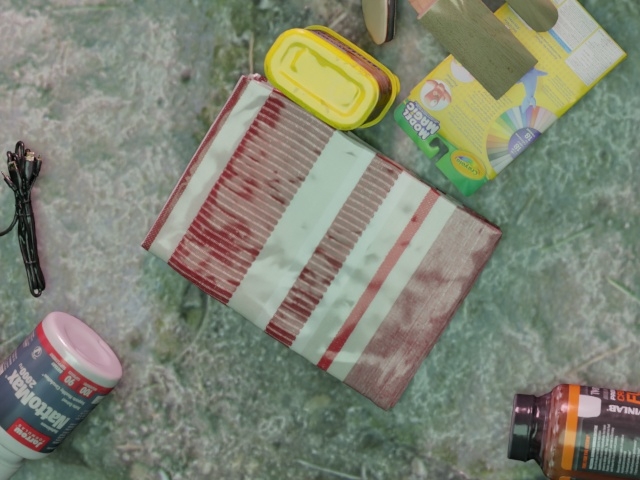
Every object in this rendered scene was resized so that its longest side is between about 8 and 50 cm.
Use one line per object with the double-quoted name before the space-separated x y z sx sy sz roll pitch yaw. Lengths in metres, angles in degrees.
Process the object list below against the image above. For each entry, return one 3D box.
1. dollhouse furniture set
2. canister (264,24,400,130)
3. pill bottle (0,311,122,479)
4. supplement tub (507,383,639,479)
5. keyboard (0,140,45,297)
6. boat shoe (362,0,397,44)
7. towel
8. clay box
"dollhouse furniture set" 0.175 -0.256 1.698 0.144 0.151 0.123 -43 114 10
"canister" 0.012 -0.166 1.699 0.126 0.170 0.073 35 100 2
"pill bottle" -0.312 0.175 1.815 0.108 0.108 0.180 44 100 1
"supplement tub" 0.297 0.207 1.738 0.198 0.106 0.106 7 97 6
"keyboard" -0.392 -0.004 1.844 0.202 0.033 0.317 -3 97 14
"boat shoe" 0.070 -0.275 1.744 0.043 0.049 0.137 -8 97 -31
"towel" 0.000 0.000 1.790 0.329 0.037 0.237 33 102 4
"clay box" 0.195 -0.163 1.734 0.222 0.053 0.127 -42 89 11
